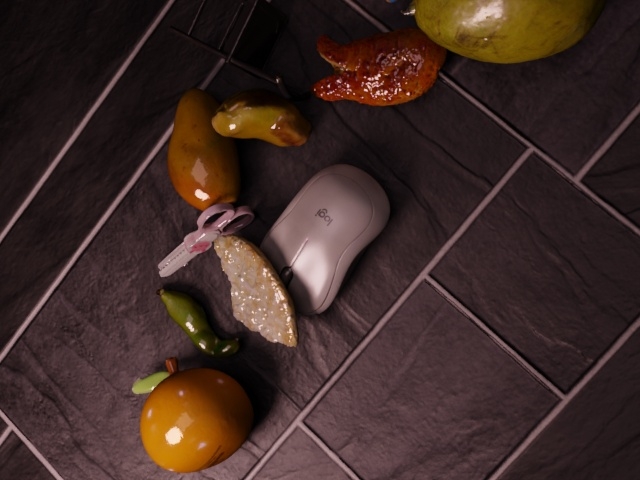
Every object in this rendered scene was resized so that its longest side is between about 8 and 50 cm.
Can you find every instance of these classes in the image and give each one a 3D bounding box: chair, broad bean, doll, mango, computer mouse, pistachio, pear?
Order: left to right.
[{"bbox_3d":[-0.251,0.313,1.593,0.213,0.213,0.236,-40,66,14],"label":"doll"},{"bbox_3d":[-0.247,0.160,1.666,0.213,0.048,0.070,37,101,15],"label":"broad bean"},{"bbox_3d":[-0.230,-0.172,1.630,0.138,0.113,0.253,-14,80,12],"label":"mango"},{"bbox_3d":[-0.128,-0.378,1.581,0.260,0.154,0.141,30,99,18],"label":"chair"},{"bbox_3d":[-0.107,-0.235,1.579,0.189,0.110,0.100,5,132,-8],"label":"pistachio"},{"bbox_3d":[0.000,0.000,1.551,0.184,0.121,0.297,44,101,13],"label":"computer mouse"},{"bbox_3d":[0.300,-0.427,1.386,0.375,0.287,0.287,-11,86,32],"label":"pear"}]

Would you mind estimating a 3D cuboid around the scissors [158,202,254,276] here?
[{"bbox_3d":[-0.238,0.001,1.649,0.242,0.118,0.030,-36,66,28],"label":"scissors"}]

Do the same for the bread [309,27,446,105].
[{"bbox_3d":[0.097,-0.316,1.536,0.269,0.095,0.139,4,83,22],"label":"bread"}]

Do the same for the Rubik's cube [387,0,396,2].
[{"bbox_3d":[0.118,-0.633,1.429,0.290,0.292,0.291,-39,77,15],"label":"Rubik's cube"}]

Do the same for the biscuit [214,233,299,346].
[{"bbox_3d":[-0.121,0.097,1.585,0.265,0.040,0.188,54,144,17],"label":"biscuit"}]
